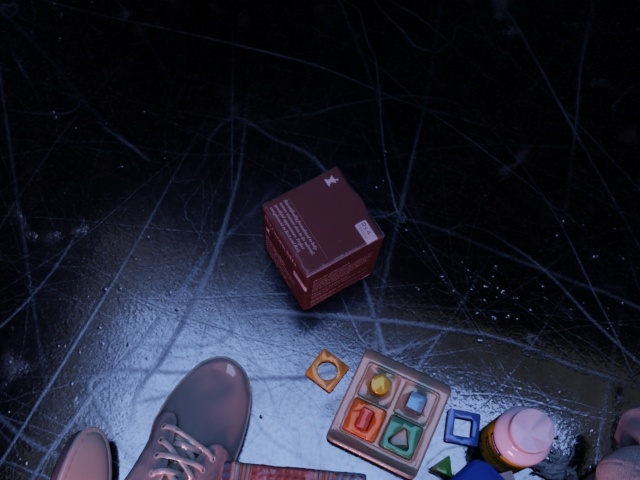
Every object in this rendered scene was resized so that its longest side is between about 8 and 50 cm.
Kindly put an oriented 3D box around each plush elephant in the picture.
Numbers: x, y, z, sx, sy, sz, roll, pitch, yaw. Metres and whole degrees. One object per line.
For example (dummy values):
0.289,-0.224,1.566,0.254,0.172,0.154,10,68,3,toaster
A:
0.542,0.437,1.401,0.330,0.255,0.272,31,70,10,plush elephant

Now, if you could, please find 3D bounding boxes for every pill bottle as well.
0.349,0.350,1.465,0.103,0.184,0.103,1,67,-2,pill bottle

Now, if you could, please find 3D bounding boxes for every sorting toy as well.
0.129,0.317,1.542,0.348,0.047,0.196,24,69,7,sorting toy

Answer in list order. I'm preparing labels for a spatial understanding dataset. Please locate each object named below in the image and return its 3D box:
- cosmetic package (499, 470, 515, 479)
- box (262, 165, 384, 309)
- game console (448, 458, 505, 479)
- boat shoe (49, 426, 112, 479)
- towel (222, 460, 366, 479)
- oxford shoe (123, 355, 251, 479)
0.336,0.529,1.440,0.061,0.099,0.239,-12,70,-10,cosmetic package
0.000,0.000,1.580,0.167,0.203,0.168,-28,71,-13,box
0.266,0.568,1.380,0.173,0.250,0.293,-13,50,-47,game console
-0.439,0.482,1.415,0.097,0.117,0.324,-11,64,35,boat shoe
-0.050,0.573,1.403,0.272,0.040,0.370,9,67,-15,towel
-0.246,0.392,1.428,0.169,0.130,0.449,30,59,2,oxford shoe
